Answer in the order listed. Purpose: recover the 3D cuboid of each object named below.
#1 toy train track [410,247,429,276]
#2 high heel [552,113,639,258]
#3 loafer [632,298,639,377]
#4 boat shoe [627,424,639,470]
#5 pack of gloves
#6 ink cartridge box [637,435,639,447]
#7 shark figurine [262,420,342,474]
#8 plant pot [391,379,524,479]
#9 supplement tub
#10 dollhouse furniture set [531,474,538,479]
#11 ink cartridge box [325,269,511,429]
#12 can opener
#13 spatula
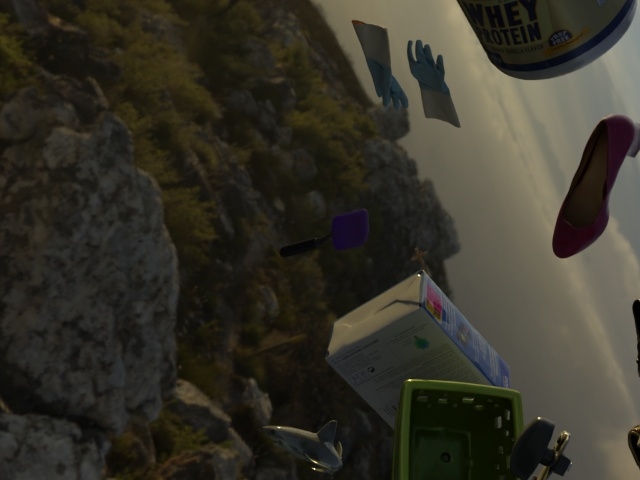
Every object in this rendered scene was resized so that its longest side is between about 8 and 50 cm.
[{"bbox_3d":[0.271,0.058,1.981,0.083,0.048,0.014,67,11,7],"label":"toy train track"},{"bbox_3d":[0.613,-0.122,1.736,0.181,0.377,0.127,0,28,-42],"label":"high heel"},{"bbox_3d":[0.748,0.239,1.682,0.095,0.109,0.302,31,36,4],"label":"loafer"},{"bbox_3d":[0.800,0.571,1.697,0.104,0.111,0.307,-1,54,-38],"label":"boat shoe"},{"bbox_3d":[0.158,-0.303,1.420,0.046,0.195,0.232,-54,147,-16],"label":"pack of gloves"},{"bbox_3d":[0.728,0.365,1.372,0.117,0.207,0.283,-62,160,-12],"label":"ink cartridge box"},{"bbox_3d":[0.013,0.469,1.693,0.278,0.166,0.116,44,65,-46],"label":"shark figurine"},{"bbox_3d":[0.245,0.404,1.400,0.207,0.228,0.227,99,-3,-65],"label":"plant pot"},{"bbox_3d":[0.281,-0.404,1.021,0.316,0.228,0.228,46,28,-38],"label":"supplement tub"},{"bbox_3d":[0.468,0.577,1.614,0.081,0.091,0.114,23,7,-30],"label":"dollhouse furniture set"},{"bbox_3d":[0.238,0.295,1.647,0.395,0.270,0.151,48,29,-17],"label":"ink cartridge box"},{"bbox_3d":[0.311,0.412,1.150,0.281,0.093,0.074,-66,165,-2],"label":"can opener"},{"bbox_3d":[0.000,0.000,1.714,0.030,0.296,0.084,11,70,-38],"label":"spatula"}]
